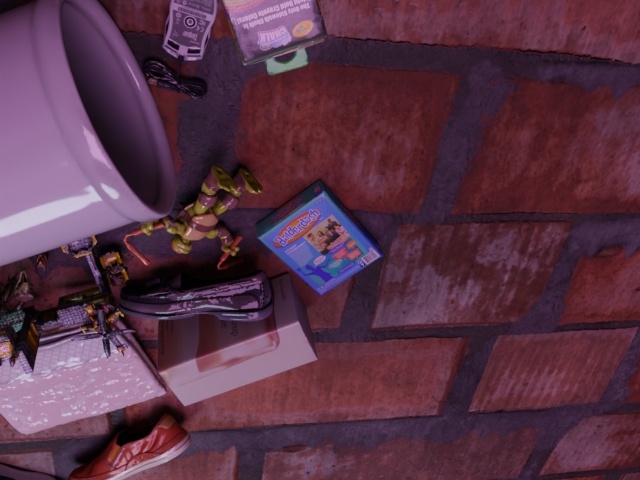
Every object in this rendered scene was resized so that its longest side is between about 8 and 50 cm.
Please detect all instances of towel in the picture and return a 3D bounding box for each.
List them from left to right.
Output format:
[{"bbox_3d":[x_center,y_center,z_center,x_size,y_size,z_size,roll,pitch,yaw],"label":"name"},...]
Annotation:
[{"bbox_3d":[-0.527,0.284,1.347,0.331,0.053,0.317,-15,139,-2],"label":"towel"}]

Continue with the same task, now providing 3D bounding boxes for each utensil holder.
[{"bbox_3d":[-0.447,-0.127,0.903,0.385,0.328,0.328,-19,129,4],"label":"utensil holder"}]

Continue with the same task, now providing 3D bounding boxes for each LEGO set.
[{"bbox_3d":[-0.499,0.106,1.111,0.331,0.192,0.255,-10,115,-13],"label":"LEGO set"}]

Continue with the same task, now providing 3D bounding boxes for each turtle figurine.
[{"bbox_3d":[-0.203,-0.041,1.175,0.269,0.087,0.217,16,128,-45],"label":"turtle figurine"}]

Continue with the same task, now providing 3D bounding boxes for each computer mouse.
[{"bbox_3d":[-0.203,-0.313,0.993,0.105,0.042,0.193,15,129,-17],"label":"computer mouse"}]

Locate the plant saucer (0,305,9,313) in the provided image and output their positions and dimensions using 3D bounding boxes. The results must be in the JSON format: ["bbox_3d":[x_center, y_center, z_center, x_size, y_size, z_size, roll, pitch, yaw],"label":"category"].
[{"bbox_3d":[-0.691,0.150,1.242,0.188,0.045,0.188,-23,129,7],"label":"plant saucer"}]

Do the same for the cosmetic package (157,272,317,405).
[{"bbox_3d":[-0.172,0.202,1.330,0.296,0.153,0.129,-21,130,2],"label":"cosmetic package"}]

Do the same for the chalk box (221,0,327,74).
[{"bbox_3d":[-0.075,-0.347,0.936,0.132,0.132,0.213,-17,130,0],"label":"chalk box"}]

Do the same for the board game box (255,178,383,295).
[{"bbox_3d":[0.000,0.000,1.275,0.160,0.047,0.210,-34,127,15],"label":"board game box"}]

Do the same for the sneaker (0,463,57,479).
[{"bbox_3d":[-0.739,0.623,1.588,0.216,0.079,0.121,33,118,-22],"label":"sneaker"}]

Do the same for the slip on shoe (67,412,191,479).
[{"bbox_3d":[-0.464,0.501,1.539,0.331,0.123,0.101,-26,96,15],"label":"slip on shoe"}]

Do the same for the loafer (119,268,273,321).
[{"bbox_3d":[-0.241,0.093,1.253,0.302,0.109,0.095,2,112,5],"label":"loafer"}]
